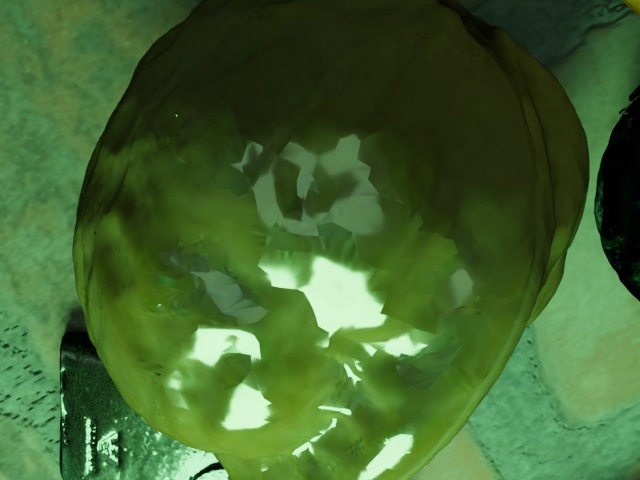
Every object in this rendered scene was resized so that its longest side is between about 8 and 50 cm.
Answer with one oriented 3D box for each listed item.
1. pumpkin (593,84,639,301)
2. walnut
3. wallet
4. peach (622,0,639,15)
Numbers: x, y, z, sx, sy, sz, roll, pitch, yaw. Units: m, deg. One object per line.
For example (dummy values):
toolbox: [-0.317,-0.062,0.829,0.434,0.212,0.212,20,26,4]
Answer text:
pumpkin: [0.325,-0.036,0.889,0.233,0.163,0.233,1,103,6]
walnut: [0.000,-0.012,0.835,0.383,0.383,0.383,1,104,4]
wallet: [-0.080,0.173,1.035,0.318,0.045,0.172,5,103,5]
peach: [0.312,-0.291,0.728,0.388,0.388,0.388,1,104,4]
